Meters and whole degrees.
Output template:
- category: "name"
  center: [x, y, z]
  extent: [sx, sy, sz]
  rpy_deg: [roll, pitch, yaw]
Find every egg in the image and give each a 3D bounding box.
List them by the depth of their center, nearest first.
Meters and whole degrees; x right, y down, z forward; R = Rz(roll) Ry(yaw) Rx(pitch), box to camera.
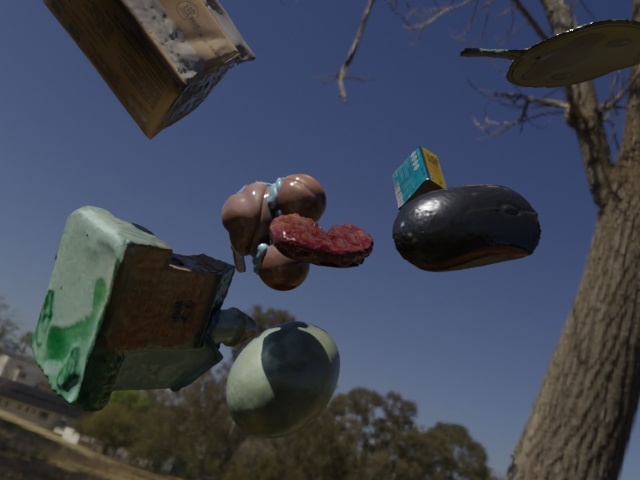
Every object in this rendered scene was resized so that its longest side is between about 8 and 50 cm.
- category: "egg"
  center: [-0.091, 0.347, 1.898]
  extent: [0.258, 0.352, 0.258]
  rpy_deg: [13, -62, 25]

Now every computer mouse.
- category: "computer mouse"
  center: [0.308, -0.031, 1.561]
  extent: [0.323, 0.183, 0.116]
  rpy_deg: [-10, -29, -13]

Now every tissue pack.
- category: "tissue pack"
  center: [-0.269, -0.367, 1.226]
  extent: [0.305, 0.238, 0.238]
  rpy_deg: [53, -23, -3]
- category: "tissue pack"
  center: [0.251, -0.144, 1.896]
  extent: [0.082, 0.169, 0.120]
  rpy_deg: [30, -60, -22]

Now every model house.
- category: "model house"
  center: [-0.247, 0.114, 1.194]
  extent: [0.325, 0.267, 0.194]
  rpy_deg: [11, 12, -43]

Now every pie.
- category: "pie"
  center: [0.000, 0.000, 1.555]
  extent: [0.219, 0.054, 0.204]
  rpy_deg: [13, 19, 4]

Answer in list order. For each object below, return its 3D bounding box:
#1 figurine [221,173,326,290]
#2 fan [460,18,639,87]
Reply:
- category: "figurine"
  center: [-0.127, -0.036, 1.874]
  extent: [0.248, 0.276, 0.388]
  rpy_deg: [12, 3, -2]
- category: "fan"
  center: [0.360, -0.281, 1.145]
  extent: [0.335, 0.011, 0.229]
  rpy_deg: [-3, -12, -23]
